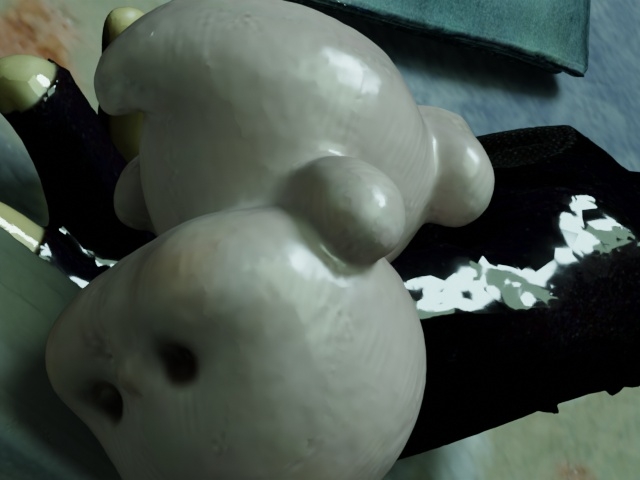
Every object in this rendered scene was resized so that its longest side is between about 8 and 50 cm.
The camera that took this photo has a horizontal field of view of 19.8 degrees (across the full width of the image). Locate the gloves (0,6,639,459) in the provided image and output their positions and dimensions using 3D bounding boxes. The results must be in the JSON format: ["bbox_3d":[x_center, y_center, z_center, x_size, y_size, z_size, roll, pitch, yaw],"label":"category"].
[{"bbox_3d":[0.002,0.007,0.695,0.301,0.152,0.197,19,14,-26],"label":"gloves"}]

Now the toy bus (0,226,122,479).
[{"bbox_3d":[-0.136,0.033,0.548,0.268,0.106,0.092,39,36,-22],"label":"toy bus"}]

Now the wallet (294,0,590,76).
[{"bbox_3d":[0.072,-0.228,0.965,0.290,0.054,0.251,6,91,-49],"label":"wallet"}]

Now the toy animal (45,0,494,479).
[{"bbox_3d":[-0.021,0.037,0.503,0.124,0.124,0.212,30,49,-33],"label":"toy animal"}]
